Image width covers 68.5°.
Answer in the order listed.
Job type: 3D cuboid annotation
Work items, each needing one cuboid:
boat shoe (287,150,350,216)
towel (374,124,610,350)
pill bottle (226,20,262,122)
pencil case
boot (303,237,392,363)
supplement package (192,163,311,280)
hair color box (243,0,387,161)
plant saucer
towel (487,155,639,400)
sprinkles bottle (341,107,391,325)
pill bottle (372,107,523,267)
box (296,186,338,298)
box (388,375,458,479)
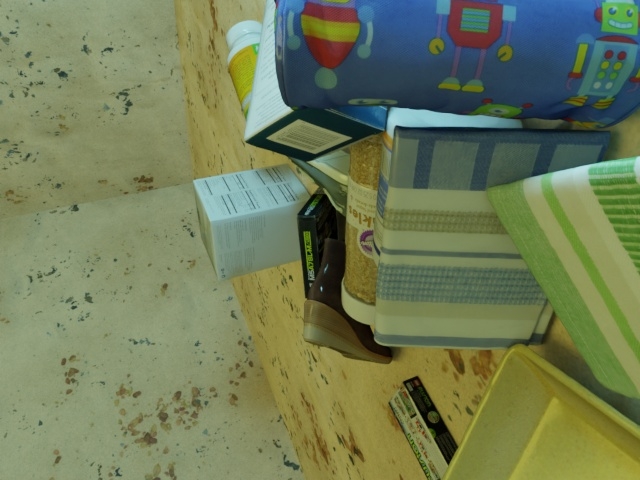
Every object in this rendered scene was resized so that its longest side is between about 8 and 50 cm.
[{"bbox_3d":[0.001,-0.141,0.947,0.319,0.116,0.098,42,138,48],"label":"boat shoe"},{"bbox_3d":[0.168,0.012,0.509,0.034,0.210,0.284,-87,-2,-56],"label":"towel"},{"bbox_3d":[-0.141,-0.388,1.112,0.136,0.137,0.245,126,126,-64],"label":"pill bottle"},{"bbox_3d":[0.109,-0.161,0.393,0.133,0.307,0.119,162,110,-88],"label":"pencil case"},{"bbox_3d":[0.077,0.128,0.940,0.090,0.249,0.206,-6,62,47],"label":"boot"},{"bbox_3d":[-0.179,-0.055,1.256,0.198,0.263,0.199,-124,28,-44],"label":"supplement package"},{"bbox_3d":[0.009,-0.288,0.574,0.174,0.105,0.346,-5,75,58],"label":"hair color box"},{"bbox_3d":[0.272,0.331,0.477,0.333,0.081,0.332,42,115,57],"label":"plant saucer"},{"bbox_3d":[0.276,0.043,0.306,0.247,0.038,0.325,56,166,-8],"label":"towel"},{"bbox_3d":[0.099,-0.029,0.755,0.121,0.121,0.355,-129,32,-49],"label":"sprinkles bottle"},{"bbox_3d":[0.145,-0.029,0.592,0.152,0.153,0.271,-128,30,-47],"label":"pill bottle"},{"bbox_3d":[0.000,0.000,1.002,0.190,0.045,0.184,-61,-29,-62],"label":"box"},{"bbox_3d":[0.203,0.372,0.878,0.114,0.036,0.206,102,147,-51],"label":"box"}]
